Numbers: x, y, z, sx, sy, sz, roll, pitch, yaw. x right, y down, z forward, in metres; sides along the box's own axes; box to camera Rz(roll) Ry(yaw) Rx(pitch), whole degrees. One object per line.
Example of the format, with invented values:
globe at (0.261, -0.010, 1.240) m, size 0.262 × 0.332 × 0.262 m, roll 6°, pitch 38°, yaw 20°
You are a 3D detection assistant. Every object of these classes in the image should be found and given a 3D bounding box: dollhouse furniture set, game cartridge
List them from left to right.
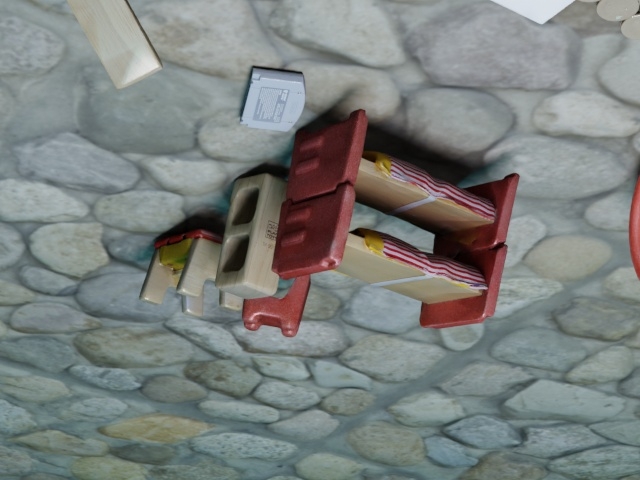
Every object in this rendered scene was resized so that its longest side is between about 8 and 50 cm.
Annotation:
game cartridge at (-0.043, -0.132, 1.499) m, size 0.056 × 0.017 × 0.083 m, roll 9°, pitch 149°, yaw -8°
dollhouse furniture set at (0.000, 0.000, 1.637) m, size 0.201 × 0.152 × 0.374 m, roll 20°, pitch 162°, yaw -31°

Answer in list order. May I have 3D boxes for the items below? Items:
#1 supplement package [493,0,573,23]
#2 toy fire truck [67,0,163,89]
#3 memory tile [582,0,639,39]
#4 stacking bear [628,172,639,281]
supplement package at (0.116, -0.297, 1.084) m, size 0.262 × 0.145 × 0.204 m, roll 20°, pitch 144°, yaw -29°
toy fire truck at (-0.150, -0.240, 1.206) m, size 0.217 × 0.158 × 0.246 m, roll -8°, pitch 160°, yaw 13°
memory tile at (0.296, -0.210, 1.360) m, size 0.113 × 0.012 × 0.148 m, roll -25°, pitch 140°, yaw 37°
stacking bear at (0.468, -0.012, 1.565) m, size 0.289 × 0.175 × 0.164 m, roll 2°, pitch 149°, yaw -17°
